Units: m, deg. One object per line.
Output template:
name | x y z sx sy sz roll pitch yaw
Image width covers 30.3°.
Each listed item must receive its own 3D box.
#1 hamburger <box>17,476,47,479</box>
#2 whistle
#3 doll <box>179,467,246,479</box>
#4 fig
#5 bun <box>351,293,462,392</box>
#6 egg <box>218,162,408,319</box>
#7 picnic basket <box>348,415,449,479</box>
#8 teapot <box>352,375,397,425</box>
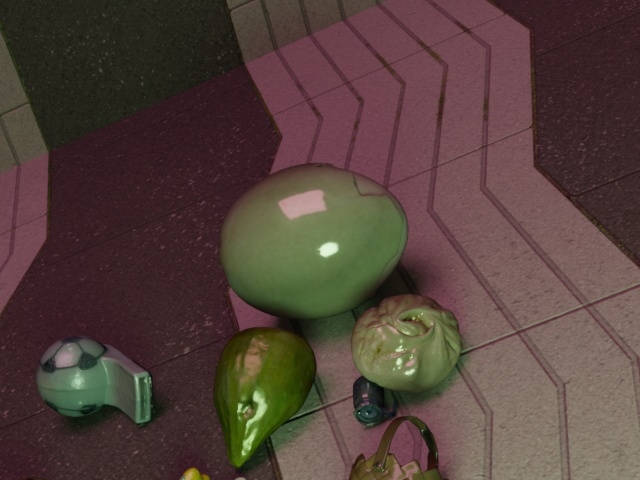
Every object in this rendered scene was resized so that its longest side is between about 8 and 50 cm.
hamburger | -0.484 0.468 1.910 0.185 0.113 0.177 -36 21 -33
whistle | -0.433 0.259 2.174 0.163 0.163 0.290 -38 28 -20
doll | -0.177 0.409 1.784 0.113 0.071 0.135 0 40 12
fig | -0.105 0.231 1.913 0.167 0.167 0.233 -6 26 36
bun | 0.133 0.147 1.845 0.183 0.102 0.183 0 44 0
egg | 0.000 0.000 2.095 0.336 0.278 0.278 -8 32 25
picnic basket | 0.112 0.321 1.581 0.138 0.128 0.178 -3 45 37
teapot | 0.081 0.251 1.841 0.049 0.064 0.083 -51 19 27
